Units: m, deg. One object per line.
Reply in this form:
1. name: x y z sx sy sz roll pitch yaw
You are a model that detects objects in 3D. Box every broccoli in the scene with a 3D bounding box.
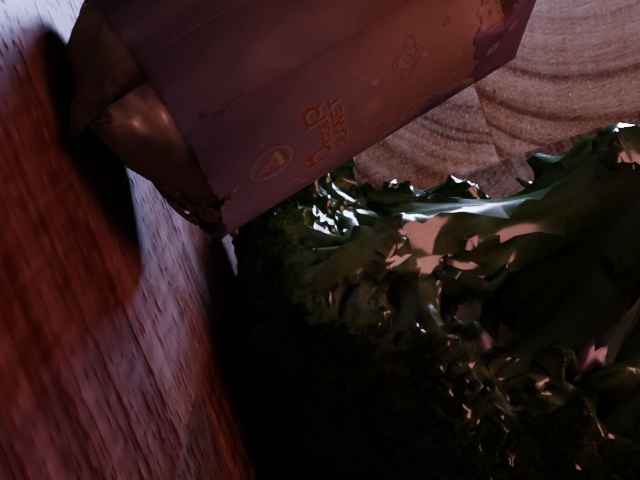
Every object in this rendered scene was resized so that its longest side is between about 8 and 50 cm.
1. broccoli: 0.081 0.044 0.660 0.265 0.245 0.294 46 -7 -35

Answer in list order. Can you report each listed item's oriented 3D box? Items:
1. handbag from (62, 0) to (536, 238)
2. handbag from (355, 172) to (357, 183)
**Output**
1. handbag: -0.009 -0.071 0.477 0.095 0.173 0.117 56 -11 15
2. handbag: 0.000 0.000 0.975 0.115 0.072 0.139 74 3 -78
